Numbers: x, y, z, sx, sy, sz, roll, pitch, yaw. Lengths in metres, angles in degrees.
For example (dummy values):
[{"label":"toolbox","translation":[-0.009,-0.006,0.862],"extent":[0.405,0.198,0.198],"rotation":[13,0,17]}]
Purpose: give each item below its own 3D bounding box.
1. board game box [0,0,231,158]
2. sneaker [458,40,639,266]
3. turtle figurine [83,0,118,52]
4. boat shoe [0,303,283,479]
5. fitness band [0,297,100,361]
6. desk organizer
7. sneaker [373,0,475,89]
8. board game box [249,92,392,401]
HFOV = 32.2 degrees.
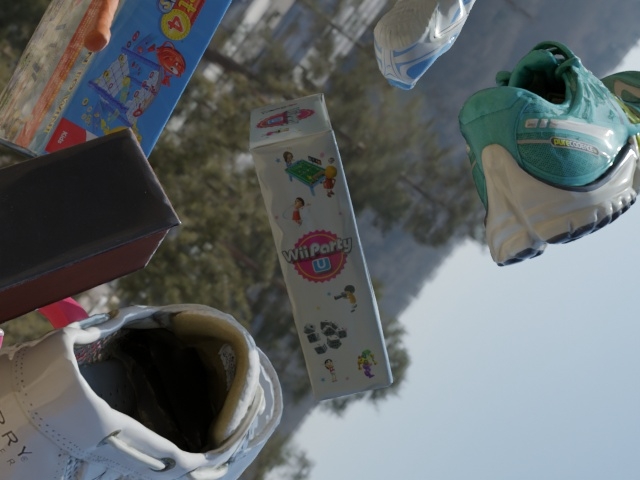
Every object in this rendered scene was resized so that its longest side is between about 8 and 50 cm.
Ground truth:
[{"label":"board game box","translation":[-0.199,-0.208,1.087],"extent":[0.308,0.086,0.302],"rotation":[-62,-152,-3]},{"label":"sneaker","translation":[0.166,-0.078,0.709],"extent":[0.107,0.110,0.275],"rotation":[-22,-174,32]},{"label":"turtle figurine","translation":[-0.160,-0.229,0.547],"extent":[0.087,0.217,0.269],"rotation":[134,-35,-54]},{"label":"boat shoe","translation":[-0.068,0.077,0.539],"extent":[0.096,0.098,0.277],"rotation":[-31,169,17]},{"label":"fitness band","translation":[-0.349,0.196,1.283],"extent":[0.054,0.209,0.290],"rotation":[12,91,-58]},{"label":"desk organizer","translation":[-0.126,0.005,0.433],"extent":[0.130,0.047,0.050],"rotation":[-23,167,-31]},{"label":"sneaker","translation":[0.135,-0.268,1.290],"extent":[0.237,0.085,0.086],"rotation":[-51,151,-31]},{"label":"board game box","translation":[0.000,0.000,1.299],"extent":[0.097,0.303,0.224],"rotation":[-13,-163,1]}]
